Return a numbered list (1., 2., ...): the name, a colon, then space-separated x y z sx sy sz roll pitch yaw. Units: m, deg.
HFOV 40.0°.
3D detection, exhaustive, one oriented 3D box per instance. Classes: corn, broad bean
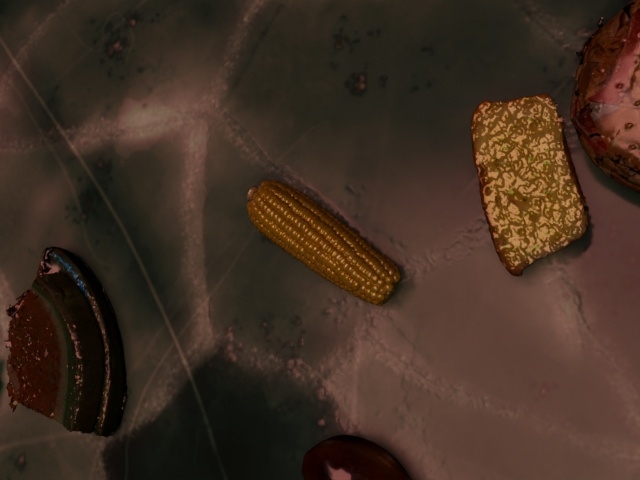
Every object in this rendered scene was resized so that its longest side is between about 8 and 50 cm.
1. corn: 0.000 0.000 0.974 0.206 0.067 0.067 34 94 18
2. broad bean: 0.048 0.278 0.909 0.114 0.084 0.165 -34 78 30

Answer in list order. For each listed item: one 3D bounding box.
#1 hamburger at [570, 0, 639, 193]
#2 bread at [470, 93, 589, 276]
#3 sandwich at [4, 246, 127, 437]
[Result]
1. hamburger: 0.352 -0.150 0.851 0.231 0.107 0.230 0 89 18
2. bread: 0.215 -0.059 0.907 0.103 0.065 0.187 -17 75 15
3. sandwich: -0.321 0.121 1.065 0.159 0.079 0.234 -5 81 19
